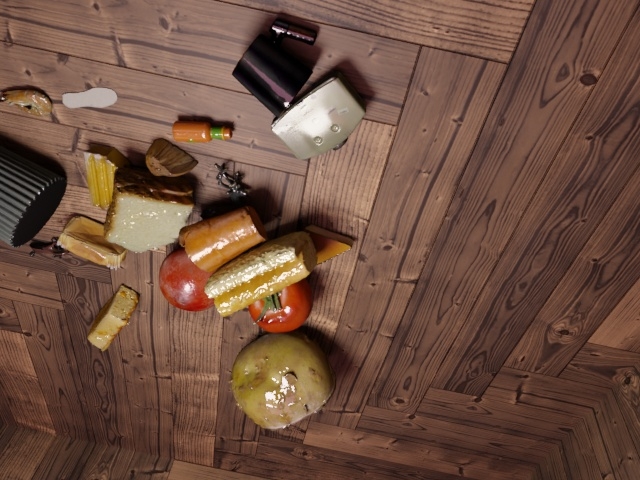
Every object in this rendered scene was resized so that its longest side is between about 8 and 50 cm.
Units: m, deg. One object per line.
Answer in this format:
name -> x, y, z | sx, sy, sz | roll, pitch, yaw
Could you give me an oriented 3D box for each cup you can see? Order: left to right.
cup -> -0.120, -0.499, 1.394 | 0.177, 0.239, 0.166 | 37, 167, -13

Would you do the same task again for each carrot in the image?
carrot -> -0.327, -0.025, 1.677 | 0.254, 0.196, 0.196 | -29, 120, 10

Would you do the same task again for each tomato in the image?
tomato -> -0.486, 0.151, 1.876 | 0.265, 0.265, 0.264 | 4, 129, 5
tomato -> -0.154, 0.231, 1.890 | 0.256, 0.255, 0.224 | -13, 156, 18

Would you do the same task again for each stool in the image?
stool -> -1.122, -0.183, 1.692 | 0.330, 0.297, 0.297 | 32, 126, -10

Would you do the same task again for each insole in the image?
insole -> -0.748, -0.459, 1.582 | 0.197, 0.004, 0.065 | -4, 128, 12

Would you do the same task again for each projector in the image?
projector -> 0.004, -0.367, 1.487 | 0.270, 0.088, 0.193 | -30, 120, 29

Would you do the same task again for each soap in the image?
soap -> -0.749, -0.216, 1.733 | 0.140, 0.073, 0.232 | 11, 129, -2

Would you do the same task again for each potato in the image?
potato -> -0.190, 0.558, 2.078 | 0.442, 0.385, 0.319 | -25, 107, 12

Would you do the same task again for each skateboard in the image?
skateboard -> -1.108, 0.025, 1.996 | 0.152, 0.067, 0.080 | 6, 119, -3

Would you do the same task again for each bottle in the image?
bottle -> -0.378, -0.349, 1.573 | 0.187, 0.069, 0.069 | 3, 129, 7

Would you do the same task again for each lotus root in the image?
lotus root -> -0.518, -0.260, 1.643 | 0.159, 0.135, 0.095 | 37, 127, -3

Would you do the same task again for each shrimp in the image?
shrimp -> -0.971, -0.455, 1.606 | 0.180, 0.041, 0.099 | 5, 144, 3

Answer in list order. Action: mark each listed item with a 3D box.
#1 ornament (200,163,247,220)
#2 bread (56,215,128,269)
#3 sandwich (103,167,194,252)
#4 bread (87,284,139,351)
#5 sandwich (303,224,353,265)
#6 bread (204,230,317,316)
ornament -> -0.347, -0.159, 1.717 | 0.202, 0.080, 0.236 | -2, 130, 7
bread -> -0.870, 0.009, 1.891 | 0.241, 0.136, 0.107 | 23, 130, -9
sandwich -> -0.611, -0.093, 1.721 | 0.262, 0.131, 0.325 | 7, 138, -29
bread -> -0.902, 0.338, 2.131 | 0.114, 0.184, 0.275 | 31, 126, -23
sandwich -> 0.000, 0.000, 1.800 | 0.193, 0.058, 0.162 | -26, 120, 28
bread -> -0.199, 0.102, 1.712 | 0.376, 0.236, 0.165 | -26, 103, 16
